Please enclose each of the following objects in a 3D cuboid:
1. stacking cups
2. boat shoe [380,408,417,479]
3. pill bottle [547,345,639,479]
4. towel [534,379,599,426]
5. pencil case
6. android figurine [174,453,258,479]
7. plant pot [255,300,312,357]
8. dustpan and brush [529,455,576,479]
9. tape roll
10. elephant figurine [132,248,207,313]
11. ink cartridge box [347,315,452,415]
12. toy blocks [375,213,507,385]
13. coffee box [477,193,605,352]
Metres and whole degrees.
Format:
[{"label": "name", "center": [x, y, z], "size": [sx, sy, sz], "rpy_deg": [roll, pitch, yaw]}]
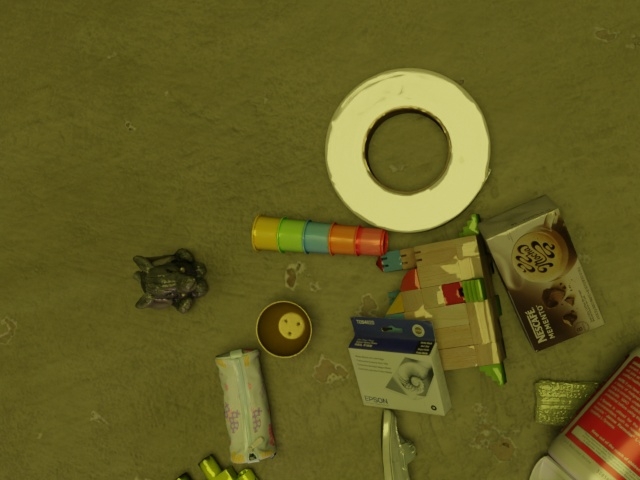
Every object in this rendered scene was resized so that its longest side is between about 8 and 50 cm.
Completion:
[{"label": "stacking cups", "center": [0.000, 0.000, 1.909], "size": [0.317, 0.096, 0.095], "rpy_deg": [7, 91, 15]}, {"label": "boat shoe", "center": [0.185, 0.502, 1.893], "size": [0.081, 0.079, 0.227], "rpy_deg": [-5, 100, 2]}, {"label": "pill bottle", "center": [0.699, 0.373, 1.716], "size": [0.229, 0.229, 0.407], "rpy_deg": [41, 91, 8]}, {"label": "towel", "center": [0.566, 0.375, 1.850], "size": [0.148, 0.027, 0.109], "rpy_deg": [0, 90, 9]}, {"label": "pencil case", "center": [-0.182, 0.395, 1.937], "size": [0.114, 0.124, 0.272], "rpy_deg": [-10, 87, 10]}, {"label": "android figurine", "center": [-0.241, 0.671, 1.978], "size": [0.248, 0.056, 0.272], "rpy_deg": [-38, 83, 7]}, {"label": "plant pot", "center": [-0.078, 0.209, 1.934], "size": [0.134, 0.095, 0.134], "rpy_deg": [0, 89, 10]}, {"label": "dustpan and brush", "center": [0.514, 0.614, 1.831], "size": [0.147, 0.060, 0.211], "rpy_deg": [41, 132, 38]}, {"label": "tape roll", "center": [0.206, -0.209, 1.900], "size": [0.392, 0.072, 0.391], "rpy_deg": [0, 89, 10]}, {"label": "elephant figurine", "center": [-0.374, 0.093, 1.916], "size": [0.186, 0.239, 0.169], "rpy_deg": [-41, 83, 8]}, {"label": "ink cartridge box", "center": [0.172, 0.284, 1.830], "size": [0.223, 0.045, 0.223], "rpy_deg": [-1, 113, 37]}, {"label": "toy blocks", "center": [0.264, 0.151, 1.850], "size": [0.261, 0.191, 0.381], "rpy_deg": [-12, 86, 22]}, {"label": "coffee box", "center": [0.483, 0.073, 1.774], "size": [0.168, 0.119, 0.297], "rpy_deg": [-24, 107, 8]}]
